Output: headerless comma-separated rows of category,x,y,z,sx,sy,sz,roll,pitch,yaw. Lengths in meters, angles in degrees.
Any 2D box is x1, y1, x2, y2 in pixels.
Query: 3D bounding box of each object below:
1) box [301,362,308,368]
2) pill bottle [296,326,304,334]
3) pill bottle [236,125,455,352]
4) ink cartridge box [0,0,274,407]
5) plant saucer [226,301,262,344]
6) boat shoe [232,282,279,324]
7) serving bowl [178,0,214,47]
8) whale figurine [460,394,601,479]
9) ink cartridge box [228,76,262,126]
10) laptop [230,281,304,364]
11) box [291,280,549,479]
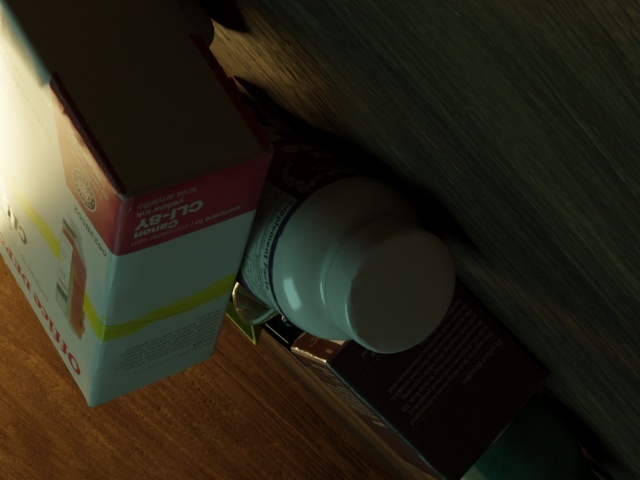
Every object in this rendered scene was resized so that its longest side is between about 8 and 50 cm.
box,-0.119,0.016,2.325,0.293,0.073,0.295,42,165,42
pill bottle,0.024,0.091,2.045,0.215,0.117,0.117,38,170,28
pill bottle,0.000,0.000,1.552,0.301,0.169,0.169,32,166,52
ink cartridge box,-0.208,-0.054,1.536,0.279,0.160,0.385,56,152,24
plant saucer,-0.142,0.042,2.212,0.188,0.045,0.188,45,165,18
boat shoe,-0.011,0.028,1.807,0.073,0.223,0.080,-16,-105,-52
serving bowl,-0.133,-0.226,1.521,0.083,0.027,0.083,42,171,8
whale figurine,0.266,0.264,1.847,0.272,0.141,0.216,20,-155,-45
ink cartridge box,-0.121,-0.080,1.762,0.078,0.134,0.231,40,164,47
laptop,-0.066,0.012,1.979,0.234,0.136,0.264,39,168,28
box,0.106,0.135,1.718,0.203,0.168,0.167,45,170,-12
